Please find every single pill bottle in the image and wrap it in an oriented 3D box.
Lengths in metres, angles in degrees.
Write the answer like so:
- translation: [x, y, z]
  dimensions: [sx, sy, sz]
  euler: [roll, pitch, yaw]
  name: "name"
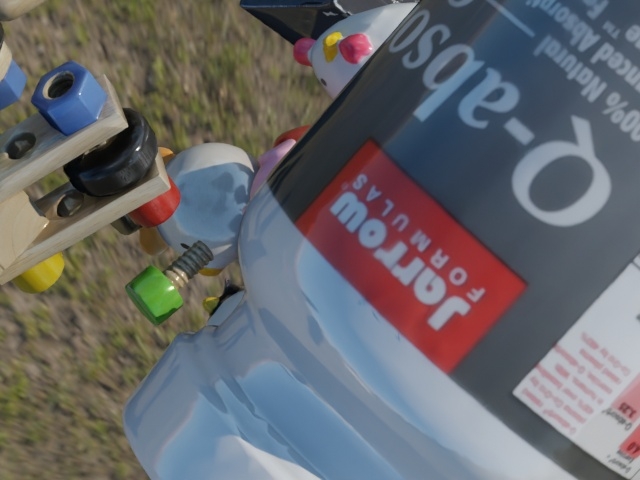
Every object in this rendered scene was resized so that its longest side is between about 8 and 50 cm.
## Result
- translation: [0.097, -0.007, 0.780]
  dimensions: [0.210, 0.210, 0.363]
  euler: [42, 97, 5]
  name: "pill bottle"

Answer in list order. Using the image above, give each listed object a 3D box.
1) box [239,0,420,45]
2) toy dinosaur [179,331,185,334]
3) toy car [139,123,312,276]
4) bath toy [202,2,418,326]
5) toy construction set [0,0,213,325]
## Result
- translation: [0.030, -0.222, 1.419]
  dimensions: [0.093, 0.156, 0.158]
  euler: [4, 75, 33]
  name: "box"
- translation: [0.008, 0.068, 1.306]
  dimensions: [0.211, 0.112, 0.064]
  euler: [-14, 96, -1]
  name: "toy dinosaur"
- translation: [-0.070, -0.008, 1.693]
  dimensions: [0.238, 0.219, 0.210]
  euler: [4, 87, 5]
  name: "toy car"
- translation: [0.000, 0.000, 1.219]
  dimensions: [0.129, 0.151, 0.348]
  euler: [15, 81, 19]
  name: "bath toy"
- translation: [-0.246, -0.046, 1.105]
  dimensions: [0.237, 0.309, 0.257]
  euler: [-42, 70, -14]
  name: "toy construction set"
